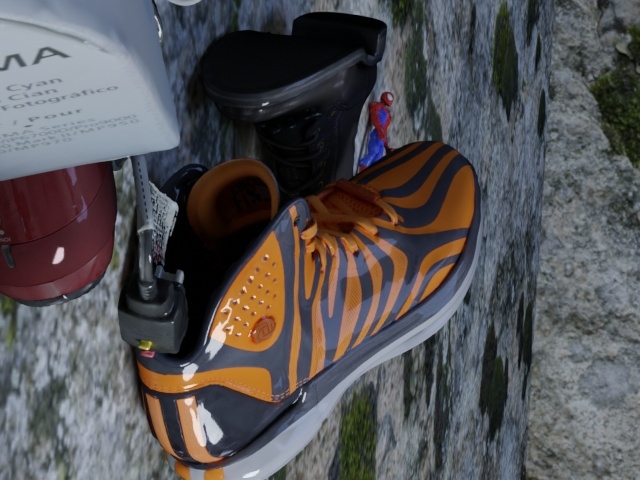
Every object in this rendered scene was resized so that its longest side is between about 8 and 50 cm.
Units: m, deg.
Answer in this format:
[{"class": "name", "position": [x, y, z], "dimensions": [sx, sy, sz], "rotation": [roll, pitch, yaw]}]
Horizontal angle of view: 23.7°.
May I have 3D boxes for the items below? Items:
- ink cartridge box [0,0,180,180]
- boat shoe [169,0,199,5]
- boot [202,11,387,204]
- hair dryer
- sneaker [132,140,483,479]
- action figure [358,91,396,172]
[{"class": "ink cartridge box", "position": [-0.119, -0.197, 0.388], "dimensions": [0.385, 0.091, 0.308], "rotation": [102, -23, -82]}, {"class": "boat shoe", "position": [-0.085, -0.234, 0.808], "dimensions": [0.258, 0.095, 0.084], "rotation": [70, 23, -52]}, {"class": "boot", "position": [-0.014, -0.042, 1.126], "dimensions": [0.263, 0.091, 0.229], "rotation": [-33, 133, -62]}, {"class": "hair dryer", "position": [-0.137, -0.073, 0.748], "dimensions": [0.293, 0.080, 0.223], "rotation": [64, 17, -70]}, {"class": "sneaker", "position": [0.000, 0.000, 0.985], "dimensions": [0.321, 0.124, 0.180], "rotation": [-49, 142, -34]}, {"class": "action figure", "position": [0.056, -0.094, 1.463], "dimensions": [0.038, 0.030, 0.115], "rotation": [58, 36, -56]}]
